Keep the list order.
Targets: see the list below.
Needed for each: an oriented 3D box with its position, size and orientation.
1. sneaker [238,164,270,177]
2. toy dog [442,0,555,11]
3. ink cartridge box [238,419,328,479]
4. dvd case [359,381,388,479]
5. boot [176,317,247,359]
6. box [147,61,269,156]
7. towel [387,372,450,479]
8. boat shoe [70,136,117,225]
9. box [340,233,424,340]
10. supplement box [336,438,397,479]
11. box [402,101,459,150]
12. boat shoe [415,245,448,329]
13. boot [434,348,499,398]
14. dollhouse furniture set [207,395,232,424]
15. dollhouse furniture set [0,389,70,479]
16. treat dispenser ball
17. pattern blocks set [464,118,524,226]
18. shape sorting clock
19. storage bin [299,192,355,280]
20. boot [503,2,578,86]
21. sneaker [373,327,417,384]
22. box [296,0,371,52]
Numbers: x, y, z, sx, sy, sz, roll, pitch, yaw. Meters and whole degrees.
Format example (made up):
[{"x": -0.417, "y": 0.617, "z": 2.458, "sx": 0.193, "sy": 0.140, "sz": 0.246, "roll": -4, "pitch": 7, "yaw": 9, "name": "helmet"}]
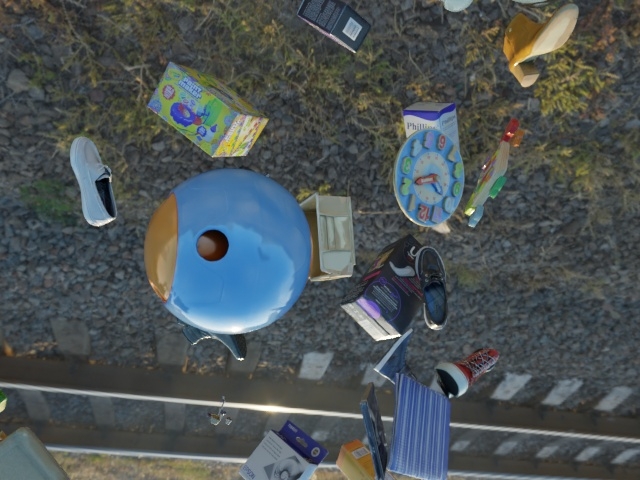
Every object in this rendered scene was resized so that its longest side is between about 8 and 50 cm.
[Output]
[{"x": -0.228, "y": -0.093, "z": 1.042, "sx": 0.269, "sy": 0.153, "sz": 0.101, "roll": -14, "pitch": 120, "yaw": 40, "name": "sneaker"}, {"x": 0.282, "y": -0.545, "z": 0.723, "sx": 0.408, "sy": 0.395, "sz": 0.284, "roll": 32, "pitch": 142, "yaw": 5, "name": "toy dog"}, {"x": -0.120, "y": 0.693, "z": 1.354, "sx": 0.223, "sy": 0.224, "sz": 0.045, "roll": 12, "pitch": 142, "yaw": 49, "name": "ink cartridge box"}, {"x": 0.125, "y": 0.430, "z": 0.992, "sx": 0.018, "sy": 0.164, "sz": 0.221, "roll": -14, "pitch": 170, "yaw": 8, "name": "dvd case"}, {"x": -0.363, "y": 0.309, "z": 1.447, "sx": 0.161, "sy": 0.083, "sz": 0.246, "roll": -26, "pitch": 98, "yaw": 9, "name": "boot"}, {"x": -0.386, "y": -0.454, "z": 1.535, "sx": 0.290, "sy": 0.279, "sz": 0.177, "roll": 38, "pitch": 108, "yaw": 5, "name": "box"}, {"x": 0.282, "y": 0.531, "z": 1.213, "sx": 0.040, "sy": 0.243, "sz": 0.336, "roll": -11, "pitch": 145, "yaw": 36, "name": "towel"}, {"x": -0.453, "y": -0.124, "z": 0.876, "sx": 0.063, "sy": 0.184, "sz": 0.066, "roll": -12, "pitch": 173, "yaw": 18, "name": "boat shoe"}, {"x": 0.215, "y": 0.138, "z": 1.279, "sx": 0.165, "sy": 0.270, "sz": 0.143, "roll": 46, "pitch": 150, "yaw": -4, "name": "box"}, {"x": 0.151, "y": 0.700, "z": 1.269, "sx": 0.080, "sy": 0.233, "sz": 0.078, "roll": 2, "pitch": 112, "yaw": -39, "name": "supplement box"}, {"x": 0.298, "y": -0.296, "z": 1.165, "sx": 0.072, "sy": 0.126, "sz": 0.137, "roll": -32, "pitch": 123, "yaw": -26, "name": "box"}, {"x": 0.301, "y": 0.122, "z": 1.158, "sx": 0.080, "sy": 0.228, "sz": 0.076, "roll": -1, "pitch": 166, "yaw": 5, "name": "boat shoe"}, {"x": 0.389, "y": 0.323, "z": 1.115, "sx": 0.176, "sy": 0.088, "sz": 0.244, "roll": -32, "pitch": 155, "yaw": -3, "name": "boot"}, {"x": -0.343, "y": 0.608, "z": 1.536, "sx": 0.091, "sy": 0.081, "sz": 0.114, "roll": 28, "pitch": 166, "yaw": -9, "name": "dollhouse furniture set"}, {"x": -0.636, "y": 0.410, "z": 0.784, "sx": 0.151, "sy": 0.197, "sz": 0.301, "roll": -33, "pitch": 95, "yaw": 45, "name": "dollhouse furniture set"}, {"x": -0.156, "y": 0.018, "z": 0.760, "sx": 0.288, "sy": 0.288, "sz": 0.288, "roll": 0, "pitch": 141, "yaw": 0, "name": "treat dispenser ball"}, {"x": 0.482, "y": -0.191, "z": 1.222, "sx": 0.026, "sy": 0.325, "sz": 0.285, "roll": 26, "pitch": 125, "yaw": 6, "name": "pattern blocks set"}, {"x": 0.234, "y": -0.131, "z": 0.909, "sx": 0.206, "sy": 0.206, "sz": 0.040, "roll": 31, "pitch": 172, "yaw": -32, "name": "shape sorting clock"}, {"x": 0.000, "y": 0.000, "z": 1.451, "sx": 0.123, "sy": 0.260, "sz": 0.262, "roll": 0, "pitch": 171, "yaw": -22, "name": "storage bin"}, {"x": 0.677, "y": -0.668, "z": 1.380, "sx": 0.104, "sy": 0.211, "sz": 0.295, "roll": -5, "pitch": 152, "yaw": -8, "name": "boot"}, {"x": 0.347, "y": 0.483, "z": 1.752, "sx": 0.226, "sy": 0.163, "sz": 0.086, "roll": -53, "pitch": 165, "yaw": 2, "name": "sneaker"}, {"x": 0.046, "y": -0.763, "z": 1.495, "sx": 0.153, "sy": 0.207, "sz": 0.108, "roll": 9, "pitch": 121, "yaw": -49, "name": "box"}]
